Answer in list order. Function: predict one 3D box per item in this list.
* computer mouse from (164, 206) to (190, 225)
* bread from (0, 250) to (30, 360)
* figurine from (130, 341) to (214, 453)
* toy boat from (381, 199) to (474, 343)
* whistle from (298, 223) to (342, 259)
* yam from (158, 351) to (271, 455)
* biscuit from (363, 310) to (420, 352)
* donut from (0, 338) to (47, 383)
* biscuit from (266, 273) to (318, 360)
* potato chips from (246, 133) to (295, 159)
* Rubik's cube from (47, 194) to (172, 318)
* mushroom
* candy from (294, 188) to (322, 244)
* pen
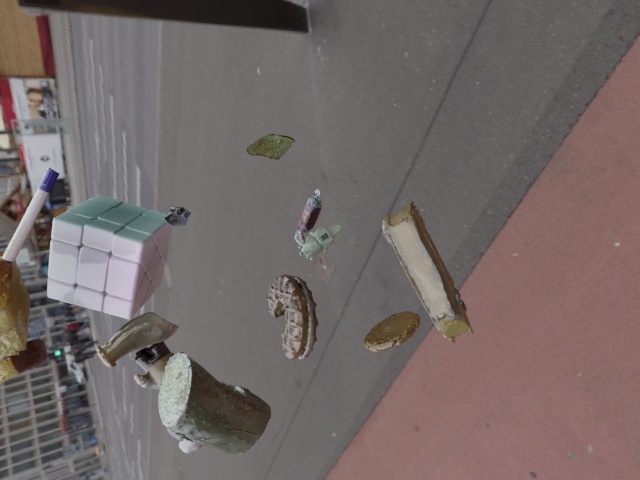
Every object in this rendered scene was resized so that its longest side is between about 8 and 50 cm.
[{"bbox_3d":[-0.511,-0.096,1.687,0.135,0.079,0.047,-30,49,53],"label":"computer mouse"},{"bbox_3d":[-0.965,0.191,1.266,0.279,0.279,0.207,-126,33,-48],"label":"bread"},{"bbox_3d":[-0.481,0.504,1.593,0.365,0.218,0.206,55,154,-9],"label":"figurine"},{"bbox_3d":[0.326,0.098,1.440,0.135,0.162,0.446,-30,71,20],"label":"toy boat"},{"bbox_3d":[0.000,-0.002,2.145,0.105,0.253,0.102,11,132,54],"label":"whistle"},{"bbox_3d":[-0.231,0.360,1.003,0.254,0.154,0.154,45,165,-30],"label":"yam"},{"bbox_3d":[0.258,0.329,1.685,0.042,0.226,0.226,59,152,-10],"label":"biscuit"},{"bbox_3d":[-0.998,0.403,1.521,0.085,0.217,0.141,60,149,4],"label":"donut"},{"bbox_3d":[-0.115,0.284,1.918,0.366,0.115,0.268,59,138,42],"label":"biscuit"},{"bbox_3d":[-0.208,-0.396,1.999,0.142,0.209,0.026,67,178,-50],"label":"potato chips"},{"bbox_3d":[-0.764,0.051,1.733,0.322,0.315,0.319,-85,11,-69],"label":"Rubik's cube"},{"bbox_3d":[-0.585,0.303,1.493,0.096,0.247,0.108,-1,113,57],"label":"mushroom"},{"bbox_3d":[-0.031,-0.069,1.359,0.045,0.043,0.175,38,117,30],"label":"candy"},{"bbox_3d":[-0.762,-0.066,1.232,0.033,0.033,0.269,21,85,56],"label":"pen"}]
